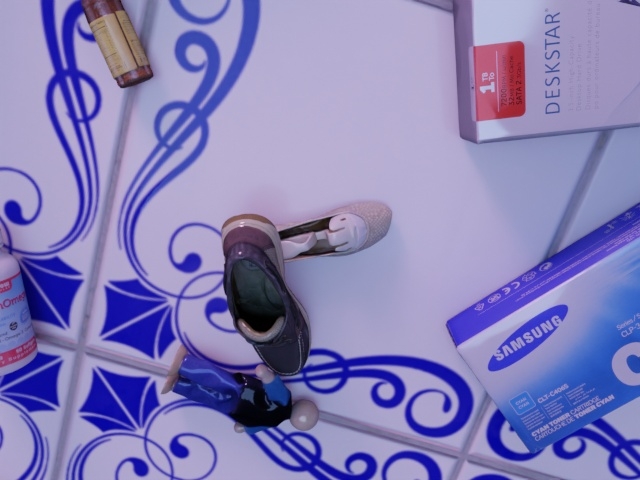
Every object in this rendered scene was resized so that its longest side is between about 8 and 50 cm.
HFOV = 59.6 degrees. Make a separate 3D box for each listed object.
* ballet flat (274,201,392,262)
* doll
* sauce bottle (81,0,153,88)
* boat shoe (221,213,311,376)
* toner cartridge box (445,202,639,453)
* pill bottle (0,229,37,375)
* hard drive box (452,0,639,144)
[{"bbox_3d":[0.000,0.000,0.616,0.168,0.052,0.057,-15,105,6],"label":"ballet flat"},{"bbox_3d":[-0.090,0.186,0.671,0.189,0.046,0.129,23,125,-7],"label":"doll"},{"bbox_3d":[-0.213,-0.222,0.567,0.042,0.042,0.128,-19,103,7],"label":"sauce bottle"},{"bbox_3d":[-0.062,0.078,0.598,0.080,0.073,0.223,-4,127,10],"label":"boat shoe"},{"bbox_3d":[0.333,0.075,0.614,0.348,0.075,0.165,-35,101,11],"label":"toner cartridge box"},{"bbox_3d":[-0.380,0.067,0.630,0.087,0.087,0.160,-3,106,3],"label":"pill bottle"},{"bbox_3d":[0.252,-0.196,0.534,0.232,0.089,0.181,-6,105,4],"label":"hard drive box"}]
